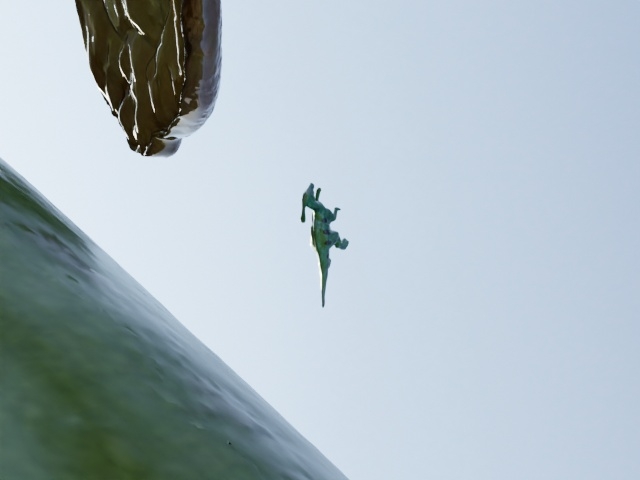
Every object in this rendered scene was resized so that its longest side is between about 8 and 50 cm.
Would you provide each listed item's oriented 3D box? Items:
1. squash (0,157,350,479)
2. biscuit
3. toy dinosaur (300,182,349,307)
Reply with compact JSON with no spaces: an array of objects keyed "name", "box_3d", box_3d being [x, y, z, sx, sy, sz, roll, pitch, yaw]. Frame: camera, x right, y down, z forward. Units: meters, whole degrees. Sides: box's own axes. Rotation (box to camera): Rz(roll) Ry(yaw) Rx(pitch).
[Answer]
[{"name":"squash","box_3d":[-0.079,0.157,0.385,0.384,0.263,0.263,39,-50,29]},{"name":"biscuit","box_3d":[-0.090,-0.168,0.673,0.203,0.041,0.260,-151,-124,-67]},{"name":"toy dinosaur","box_3d":[0.000,0.000,1.009,0.021,0.062,0.083,-6,-118,21]}]
